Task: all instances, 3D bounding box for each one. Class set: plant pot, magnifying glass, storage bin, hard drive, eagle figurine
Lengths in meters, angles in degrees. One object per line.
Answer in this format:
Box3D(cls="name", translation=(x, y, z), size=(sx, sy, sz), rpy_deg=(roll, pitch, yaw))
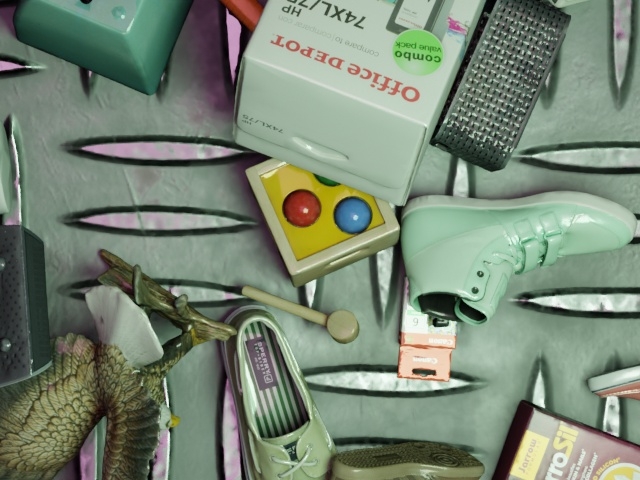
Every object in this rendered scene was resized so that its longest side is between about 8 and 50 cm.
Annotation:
Box3D(cls="plant pot", translation=(-0.223, -0.264, 1.786), size=(0.166, 0.234, 0.165), rpy_deg=(23, 89, -3))
Box3D(cls="magnifying glass", translation=(-0.038, -0.213, 1.901), size=(0.231, 0.026, 0.092), rpy_deg=(45, 88, -2))
Box3D(cls="storage bin", translation=(0.191, -0.173, 1.865), size=(0.084, 0.122, 0.180), rpy_deg=(25, 89, -3))
Box3D(cls="hard drive", translation=(-0.382, 0.080, 1.797), size=(0.255, 0.054, 0.172), rpy_deg=(-11, 80, 34))
Box3D(cls="eagle figurine", translation=(-0.221, 0.185, 1.813), size=(0.225, 0.226, 0.298), rpy_deg=(36, 83, -23))

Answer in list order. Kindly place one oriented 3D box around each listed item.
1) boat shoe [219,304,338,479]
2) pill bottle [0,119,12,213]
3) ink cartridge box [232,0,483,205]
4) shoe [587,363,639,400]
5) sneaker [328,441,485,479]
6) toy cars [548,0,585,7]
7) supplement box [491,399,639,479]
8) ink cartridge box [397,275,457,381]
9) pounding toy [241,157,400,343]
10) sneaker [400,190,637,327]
Box3D(cls="boat shoe", translation=(-0.042, 0.217, 1.866), size=(0.109, 0.094, 0.302), rpy_deg=(-21, 91, -3))
Box3D(cls="pill bottle", translation=(-0.456, -0.067, 1.821), size=(0.246, 0.136, 0.136), rpy_deg=(-6, 90, -3))
Box3D(cls="ink cartridge box", translation=(0.052, -0.215, 1.771), size=(0.198, 0.197, 0.270), rpy_deg=(21, 67, 3))
Box3D(cls="shoe", translation=(0.388, 0.172, 1.905), size=(0.178, 0.063, 0.081), rpy_deg=(-9, 86, -7))
Box3D(cls="sneaker", translation=(0.089, 0.264, 1.876), size=(0.188, 0.066, 0.071), rpy_deg=(3, 110, -28))
Box3D(cls="toy cars", translation=(0.335, -0.275, 1.888), size=(0.394, 0.087, 0.176), rpy_deg=(26, 53, -1))
Box3D(cls="supplement box", translation=(0.294, 0.258, 1.892), size=(0.188, 0.081, 0.104), rpy_deg=(21, 89, -3))
Box3D(cls="ink cartridge box", translation=(0.119, 0.098, 1.907), size=(0.063, 0.029, 0.115), rpy_deg=(4, 89, -3))
Box3D(cls="pounding toy", translation=(-0.006, 0.009, 1.848), size=(0.181, 0.094, 0.206), rpy_deg=(-23, 79, -3))
Box3D(cls="sneaker", translation=(0.214, 0.031, 1.853), size=(0.256, 0.094, 0.151), rpy_deg=(-1, 56, 5))
